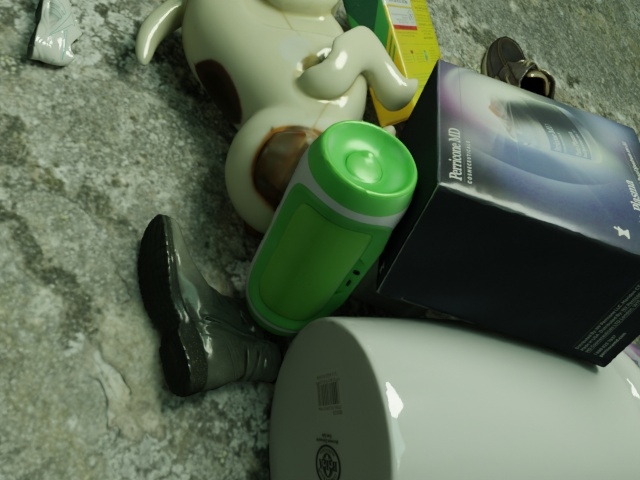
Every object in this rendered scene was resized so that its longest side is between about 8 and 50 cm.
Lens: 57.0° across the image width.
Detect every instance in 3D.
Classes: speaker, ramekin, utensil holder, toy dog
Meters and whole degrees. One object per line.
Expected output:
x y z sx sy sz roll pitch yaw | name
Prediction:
0.000 0.000 0.703 0.131 0.296 0.131 13 50 -16 | speaker
0.111 0.010 0.899 0.109 0.207 0.207 16 60 -14 | ramekin
0.167 0.259 0.738 0.385 0.327 0.328 6 65 -26 | utensil holder
-0.049 -0.207 0.858 0.395 0.284 0.408 -3 70 -25 | toy dog

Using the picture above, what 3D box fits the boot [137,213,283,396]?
-0.145 0.085 0.796 0.161 0.083 0.246 -1 68 -45 | boot

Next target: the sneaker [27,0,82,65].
-0.379 -0.317 0.853 0.061 0.053 0.152 15 66 -35 | sneaker

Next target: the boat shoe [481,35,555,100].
0.457 -0.326 1.302 0.132 0.130 0.355 12 58 -25 | boat shoe

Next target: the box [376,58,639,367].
0.243 -0.046 0.730 0.294 0.183 0.296 17 42 -5 | box

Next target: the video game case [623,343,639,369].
0.651 0.307 1.192 0.274 0.026 0.196 18 60 -23 | video game case

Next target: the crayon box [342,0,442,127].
0.155 -0.334 1.093 0.202 0.081 0.319 -27 101 -55 | crayon box
